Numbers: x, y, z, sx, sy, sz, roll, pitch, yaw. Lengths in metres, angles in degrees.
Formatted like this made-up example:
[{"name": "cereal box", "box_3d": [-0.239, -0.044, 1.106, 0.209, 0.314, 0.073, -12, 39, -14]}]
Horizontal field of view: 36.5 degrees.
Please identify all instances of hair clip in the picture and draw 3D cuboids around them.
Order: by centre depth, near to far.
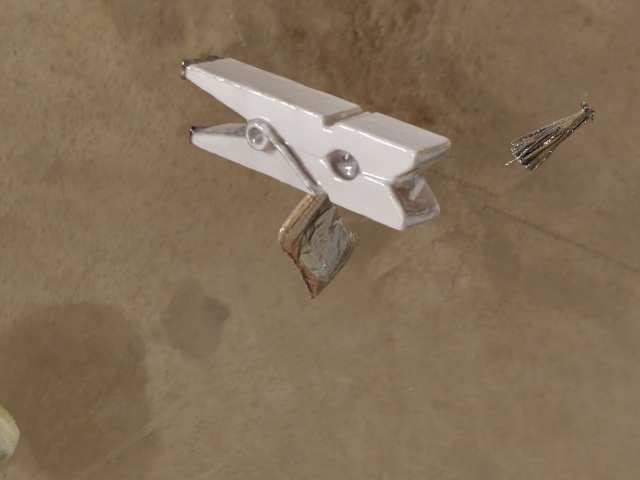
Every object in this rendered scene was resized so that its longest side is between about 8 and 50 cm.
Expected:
[{"name": "hair clip", "box_3d": [-0.018, -0.104, 1.003, 0.085, 0.331, 0.101, -14, 121, -44]}]

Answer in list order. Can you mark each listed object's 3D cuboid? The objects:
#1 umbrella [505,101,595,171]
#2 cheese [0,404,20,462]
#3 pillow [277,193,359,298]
[{"name": "umbrella", "box_3d": [0.181, -0.080, 0.769, 0.031, 0.083, 0.020, 52, 23, -3]}, {"name": "cheese", "box_3d": [-0.465, 0.222, 1.053, 0.249, 0.071, 0.163, 30, 93, -41]}, {"name": "pillow", "box_3d": [-0.002, 0.002, 1.546, 0.034, 0.211, 0.135, 32, 74, 32]}]
